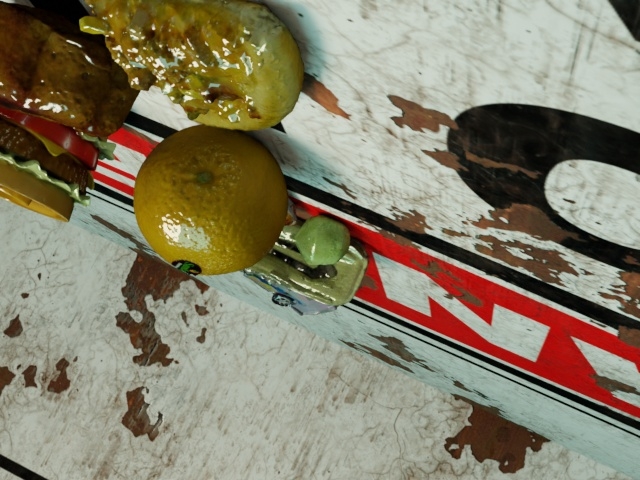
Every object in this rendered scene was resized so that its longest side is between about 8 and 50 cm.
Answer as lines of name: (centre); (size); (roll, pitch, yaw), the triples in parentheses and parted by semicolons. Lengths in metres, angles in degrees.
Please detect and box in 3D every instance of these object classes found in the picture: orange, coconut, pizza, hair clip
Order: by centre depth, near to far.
pizza: (-0.102, -0.179, 1.090); (0.268, 0.087, 0.258); (16, 168, 31)
orange: (-0.154, -0.056, 1.406); (0.236, 0.236, 0.236); (25, 169, 5)
coconut: (0.000, 0.000, 1.650); (0.096, 0.087, 0.088); (7, 173, -15)
hair clip: (-0.071, 0.013, 1.762); (0.321, 0.138, 0.091); (25, 179, 10)

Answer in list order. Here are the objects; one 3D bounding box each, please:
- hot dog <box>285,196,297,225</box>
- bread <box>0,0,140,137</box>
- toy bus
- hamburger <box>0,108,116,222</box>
hot dog: (-0.101, -0.073, 1.621); (0.108, 0.059, 0.191); (25, 172, 30)
bread: (-0.347, -0.222, 1.288); (0.247, 0.135, 0.232); (17, 179, 28)
toy bus: (-0.080, 0.051, 2.021); (0.138, 0.112, 0.317); (0, 154, 43)
hamburger: (-0.457, -0.169, 1.560); (0.275, 0.212, 0.274); (23, 171, 4)
